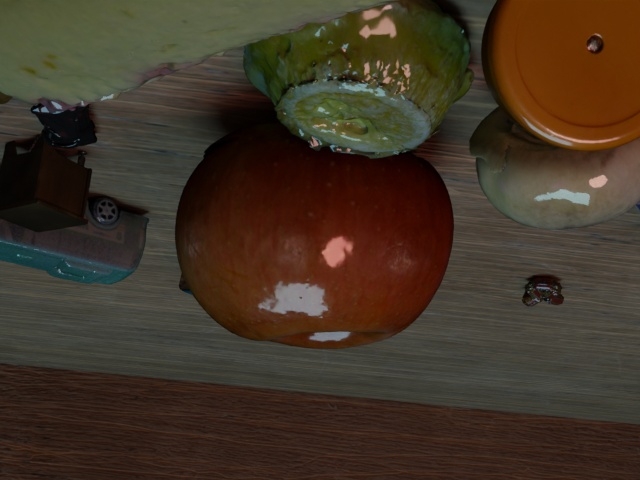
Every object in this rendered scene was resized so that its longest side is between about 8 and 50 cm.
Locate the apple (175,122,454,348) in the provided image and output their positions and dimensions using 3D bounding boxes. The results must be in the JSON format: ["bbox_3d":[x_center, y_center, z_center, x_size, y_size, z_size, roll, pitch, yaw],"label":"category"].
[{"bbox_3d":[0.000,0.000,0.866,0.252,0.206,0.272,2,172,28],"label":"apple"}]

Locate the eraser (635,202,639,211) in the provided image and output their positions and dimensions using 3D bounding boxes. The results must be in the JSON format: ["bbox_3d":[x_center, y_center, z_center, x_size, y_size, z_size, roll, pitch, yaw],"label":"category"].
[{"bbox_3d":[0.391,-0.038,0.868,0.124,0.081,0.279,-7,159,32],"label":"eraser"}]

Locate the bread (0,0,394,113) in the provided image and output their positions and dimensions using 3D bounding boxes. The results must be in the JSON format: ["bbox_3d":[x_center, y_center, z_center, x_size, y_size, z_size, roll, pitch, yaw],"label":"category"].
[{"bbox_3d":[-0.078,-0.178,0.433,0.338,0.155,0.187,-6,152,39],"label":"bread"}]

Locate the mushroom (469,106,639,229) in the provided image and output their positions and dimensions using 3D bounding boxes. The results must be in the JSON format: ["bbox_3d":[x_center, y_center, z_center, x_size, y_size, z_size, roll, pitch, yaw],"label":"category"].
[{"bbox_3d":[0.197,-0.079,0.724,0.154,0.154,0.122,-4,119,28],"label":"mushroom"}]

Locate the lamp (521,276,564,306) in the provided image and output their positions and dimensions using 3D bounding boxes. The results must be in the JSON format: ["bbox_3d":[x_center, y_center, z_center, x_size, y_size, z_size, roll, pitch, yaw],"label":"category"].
[{"bbox_3d":[0.329,0.075,1.339,0.063,0.031,0.083,-2,158,16],"label":"lamp"}]

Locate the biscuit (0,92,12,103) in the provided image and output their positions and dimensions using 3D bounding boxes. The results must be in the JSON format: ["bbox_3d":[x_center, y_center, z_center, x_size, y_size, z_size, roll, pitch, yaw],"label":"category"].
[{"bbox_3d":[-0.326,-0.167,0.723,0.302,0.043,0.278,0,162,17],"label":"biscuit"}]

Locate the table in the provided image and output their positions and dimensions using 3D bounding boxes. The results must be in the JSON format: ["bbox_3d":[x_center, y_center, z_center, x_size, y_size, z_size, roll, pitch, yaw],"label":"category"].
[{"bbox_3d":[-0.303,-0.062,0.985,0.083,0.082,0.070,-7,159,34],"label":"table"}]

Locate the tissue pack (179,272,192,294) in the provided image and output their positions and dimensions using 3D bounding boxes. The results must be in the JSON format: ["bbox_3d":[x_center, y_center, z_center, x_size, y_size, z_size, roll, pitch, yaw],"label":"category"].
[{"bbox_3d":[-0.104,0.055,1.304,0.120,0.082,0.169,-5,160,33],"label":"tissue pack"}]

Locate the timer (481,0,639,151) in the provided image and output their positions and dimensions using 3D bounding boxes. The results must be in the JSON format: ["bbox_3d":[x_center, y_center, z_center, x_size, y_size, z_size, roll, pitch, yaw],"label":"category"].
[{"bbox_3d":[0.163,-0.130,0.626,0.132,0.132,0.152,7,-173,-5],"label":"timer"}]

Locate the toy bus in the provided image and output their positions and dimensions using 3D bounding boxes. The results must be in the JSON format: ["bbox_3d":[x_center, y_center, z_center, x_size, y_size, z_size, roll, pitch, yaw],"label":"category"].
[{"bbox_3d":[-0.343,-0.017,1.113,0.262,0.109,0.091,17,153,-36],"label":"toy bus"}]

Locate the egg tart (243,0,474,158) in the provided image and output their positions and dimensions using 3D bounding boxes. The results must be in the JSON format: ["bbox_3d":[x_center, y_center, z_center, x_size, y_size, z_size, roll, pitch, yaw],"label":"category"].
[{"bbox_3d":[0.025,-0.124,0.706,0.197,0.078,0.197,6,161,2],"label":"egg tart"}]

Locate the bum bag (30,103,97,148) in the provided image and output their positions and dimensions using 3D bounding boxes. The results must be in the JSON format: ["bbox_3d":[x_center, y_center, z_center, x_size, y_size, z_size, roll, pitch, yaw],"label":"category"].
[{"bbox_3d":[-0.249,-0.115,0.881,0.058,0.034,0.124,-7,165,-10],"label":"bum bag"}]
